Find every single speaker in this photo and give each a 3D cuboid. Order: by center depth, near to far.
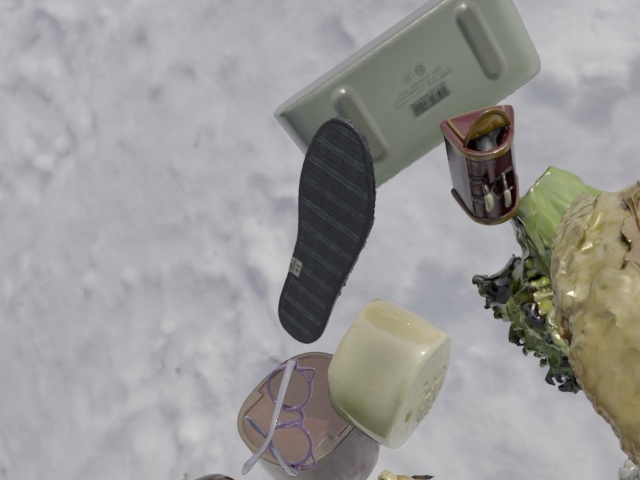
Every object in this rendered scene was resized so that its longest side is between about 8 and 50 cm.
[{"bbox_3d":[0.141,-0.246,1.168,0.184,0.406,0.183,55,179,-15],"label":"speaker"}]

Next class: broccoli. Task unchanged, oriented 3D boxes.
[{"bbox_3d":[0.379,0.037,0.962,0.334,0.324,0.272,-43,64,13],"label":"broccoli"}]

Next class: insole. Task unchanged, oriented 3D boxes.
[{"bbox_3d":[0.000,0.000,0.846,0.110,0.012,0.310,35,129,22],"label":"insole"}]

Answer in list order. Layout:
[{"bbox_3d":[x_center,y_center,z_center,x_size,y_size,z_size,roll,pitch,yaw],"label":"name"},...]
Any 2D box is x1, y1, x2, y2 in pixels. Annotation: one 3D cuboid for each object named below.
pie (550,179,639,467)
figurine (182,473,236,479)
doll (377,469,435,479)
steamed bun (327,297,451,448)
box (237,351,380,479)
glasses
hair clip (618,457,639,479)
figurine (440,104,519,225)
[{"bbox_3d":[0.287,0.087,0.455,0.083,0.339,0.340,-52,57,38],"label":"pie"},{"bbox_3d":[-0.205,0.511,1.326,0.158,0.275,0.161,-18,87,17],"label":"figurine"},{"bbox_3d":[0.160,0.454,0.990,0.271,0.144,0.208,41,141,25],"label":"doll"},{"bbox_3d":[0.109,0.241,1.304,0.200,0.154,0.250,29,112,28],"label":"steamed bun"},{"bbox_3d":[-0.010,0.428,1.602,0.301,0.301,0.216,25,144,45],"label":"box"},{"bbox_3d":[-0.044,0.209,0.790,0.062,0.104,0.140,3,99,13],"label":"glasses"},{"bbox_3d":[0.468,0.373,1.058,0.054,0.220,0.140,-20,89,39],"label":"hair clip"},{"bbox_3d":[0.186,-0.081,0.812,0.082,0.154,0.098,-12,49,8],"label":"figurine"}]
